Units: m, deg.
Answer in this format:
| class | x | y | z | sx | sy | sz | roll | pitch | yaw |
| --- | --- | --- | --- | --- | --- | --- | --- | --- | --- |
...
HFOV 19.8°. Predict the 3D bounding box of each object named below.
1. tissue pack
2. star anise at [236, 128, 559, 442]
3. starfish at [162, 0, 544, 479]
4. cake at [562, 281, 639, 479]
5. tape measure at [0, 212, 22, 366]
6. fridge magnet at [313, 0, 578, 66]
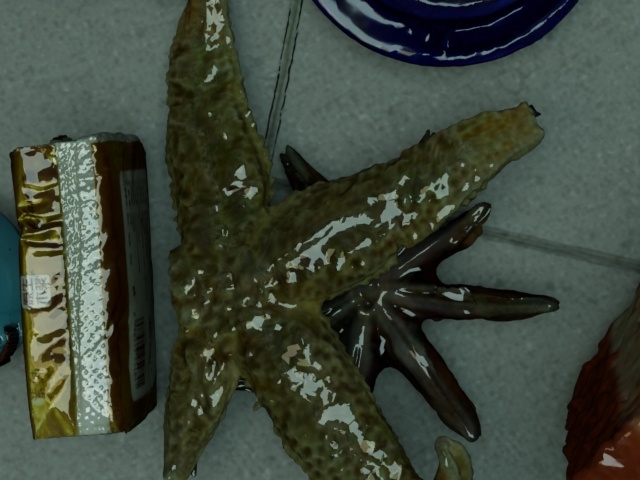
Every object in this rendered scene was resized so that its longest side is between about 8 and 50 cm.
| class | x | y | z | sx | sy | sz | roll | pitch | yaw |
| --- | --- | --- | --- | --- | --- | --- | --- | --- | --- |
| tissue pack | -0.178 | 0.031 | 1.427 | 0.092 | 0.183 | 0.226 | -5 | 92 | 1 |
| star anise | 0.047 | 0.041 | 1.475 | 0.288 | 0.088 | 0.288 | 0 | 90 | 11 |
| starfish | 0.000 | 0.000 | 1.408 | 0.324 | 0.082 | 0.432 | 3 | 82 | 20 |
| cake | 0.363 | 0.105 | 1.351 | 0.269 | 0.270 | 0.319 | 30 | 109 | -2 |
| tape measure | -0.284 | 0.037 | 1.461 | 0.125 | 0.081 | 0.146 | -15 | 88 | 44 |
| fridge magnet | 0.100 | -0.269 | 1.448 | 0.265 | 0.112 | 0.265 | 0 | 91 | 0 |
